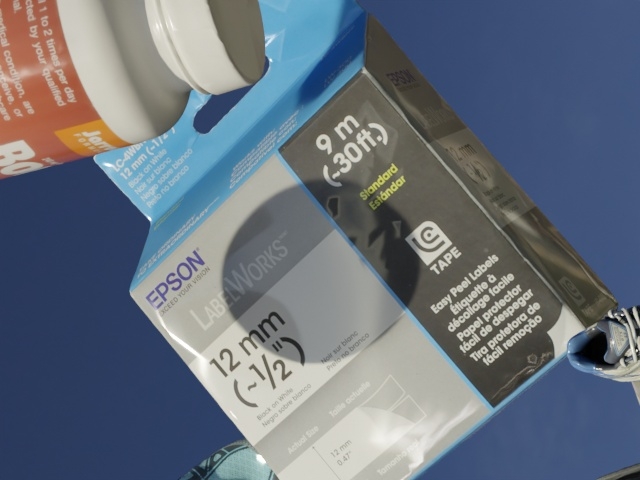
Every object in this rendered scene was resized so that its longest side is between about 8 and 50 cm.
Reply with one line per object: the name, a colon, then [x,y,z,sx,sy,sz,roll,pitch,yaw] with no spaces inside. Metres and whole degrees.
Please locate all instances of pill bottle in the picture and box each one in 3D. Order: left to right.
pill bottle: [-0.144,-0.100,0.870,0.121,0.216,0.121,-13,-90,-74]

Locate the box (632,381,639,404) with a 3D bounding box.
box: [0.261,0.128,1.143,0.067,0.063,0.324,59,-169,-15]

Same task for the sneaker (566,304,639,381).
sneaker: [0.201,0.061,1.007,0.058,0.135,0.052,3,-109,-30]

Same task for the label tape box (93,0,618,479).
label tape box: [0.000,0.000,1.175,0.249,0.348,0.115,-43,-5,23]

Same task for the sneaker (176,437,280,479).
sneaker: [-0.119,0.244,1.220,0.262,0.104,0.125,-43,-18,6]

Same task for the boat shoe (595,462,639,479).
boat shoe: [0.408,0.214,1.226,0.156,0.500,0.187,-75,-26,-71]
